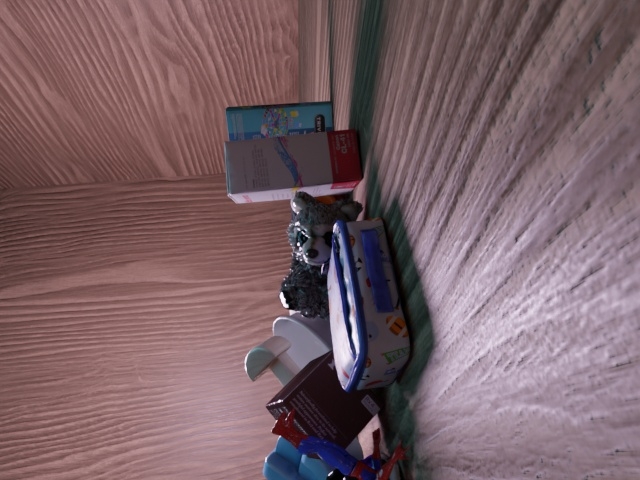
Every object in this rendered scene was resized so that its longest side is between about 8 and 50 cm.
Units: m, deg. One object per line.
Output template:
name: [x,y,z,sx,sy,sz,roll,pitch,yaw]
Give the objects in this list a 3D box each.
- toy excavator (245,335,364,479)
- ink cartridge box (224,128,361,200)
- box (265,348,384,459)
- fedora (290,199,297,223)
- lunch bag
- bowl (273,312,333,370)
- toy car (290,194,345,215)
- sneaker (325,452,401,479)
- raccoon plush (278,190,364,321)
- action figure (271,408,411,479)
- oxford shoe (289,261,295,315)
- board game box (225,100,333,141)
toy excavator: [-0.031,0.523,1.263,0.222,0.433,0.444,-21,-49,-57]
ink cartridge box: [-0.068,-0.175,1.167,0.226,0.307,0.131,165,100,-85]
box: [0.002,0.378,1.089,0.168,0.167,0.203,48,153,6]
fedora: [-0.037,-0.108,1.823,0.334,0.153,0.333,175,90,-85]
lunch bag: [0.077,0.110,0.889,0.243,0.115,0.303,95,168,-54]
bowl: [0.020,0.291,1.279,0.298,0.134,0.297,33,144,29]
toy car: [0.014,-0.101,1.367,0.136,0.159,0.182,-56,-15,-5]
sneaker: [0.081,0.521,1.026,0.293,0.146,0.102,95,169,-64]
raccoon plush: [0.000,0.000,1.226,0.446,0.216,0.299,-109,21,-73]
action figure: [0.062,0.379,0.882,0.139,0.280,0.091,-59,-20,-3]
oxford shoe: [-0.052,0.136,1.628,0.169,0.130,0.449,45,135,31]
board game box: [-0.127,-0.316,1.561,0.079,0.336,0.253,-105,12,-66]
